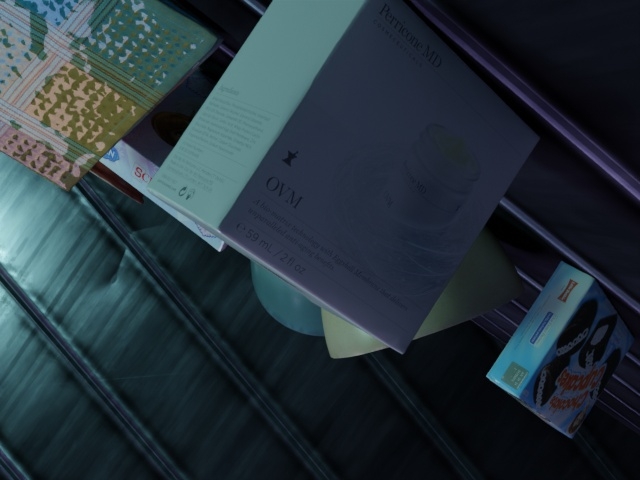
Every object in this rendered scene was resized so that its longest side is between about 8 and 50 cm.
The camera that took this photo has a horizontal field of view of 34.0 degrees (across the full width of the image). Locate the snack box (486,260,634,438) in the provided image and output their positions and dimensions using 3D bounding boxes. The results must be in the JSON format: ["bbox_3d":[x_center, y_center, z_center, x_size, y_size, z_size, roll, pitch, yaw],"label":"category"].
[{"bbox_3d":[0.353,0.166,1.500,0.060,0.187,0.322,32,177,32],"label":"snack box"}]

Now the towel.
[{"bbox_3d":[-0.347,-0.239,1.410,0.271,0.370,0.040,34,-144,-27],"label":"towel"}]

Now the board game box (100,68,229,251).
[{"bbox_3d":[-0.188,-0.147,1.741,0.318,0.066,0.318,36,-146,13],"label":"board game box"}]

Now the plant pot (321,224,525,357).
[{"bbox_3d":[0.115,0.026,1.451,0.284,0.284,0.191,160,89,-87],"label":"plant pot"}]

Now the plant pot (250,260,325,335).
[{"bbox_3d":[0.000,0.000,1.939,0.293,0.293,0.235,33,162,18],"label":"plant pot"}]

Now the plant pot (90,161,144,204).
[{"bbox_3d":[-0.394,-0.255,2.084,0.272,0.265,0.272,34,177,2],"label":"plant pot"}]

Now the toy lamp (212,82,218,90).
[{"bbox_3d":[-0.084,-0.191,1.507,0.080,0.080,0.274,35,178,-31],"label":"toy lamp"}]

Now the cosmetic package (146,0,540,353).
[{"bbox_3d":[0.024,-0.065,0.865,0.224,0.225,0.138,35,175,-37],"label":"cosmetic package"}]
